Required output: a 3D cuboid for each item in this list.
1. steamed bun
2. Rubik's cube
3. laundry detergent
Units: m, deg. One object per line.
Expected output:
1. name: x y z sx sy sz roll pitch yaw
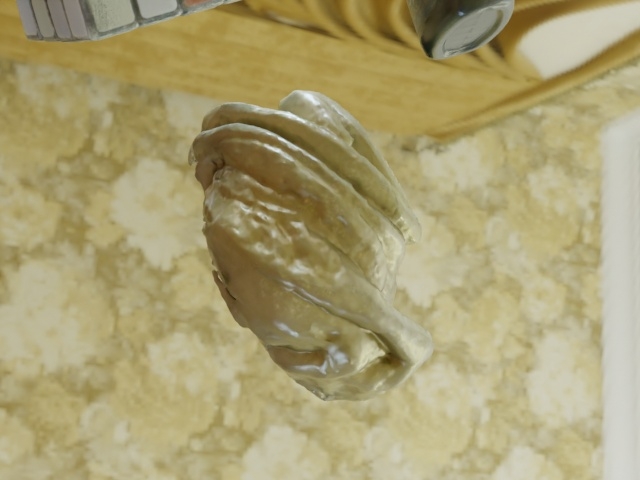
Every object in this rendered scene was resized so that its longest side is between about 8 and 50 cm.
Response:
1. steamed bun: -0.003 -0.005 1.449 0.230 0.325 0.372 -27 -122 6
2. Rubik's cube: -0.258 -0.405 1.564 0.259 0.256 0.253 15 -58 60
3. laundry detergent: 0.090 -0.272 1.018 0.144 0.078 0.222 118 -45 -78
